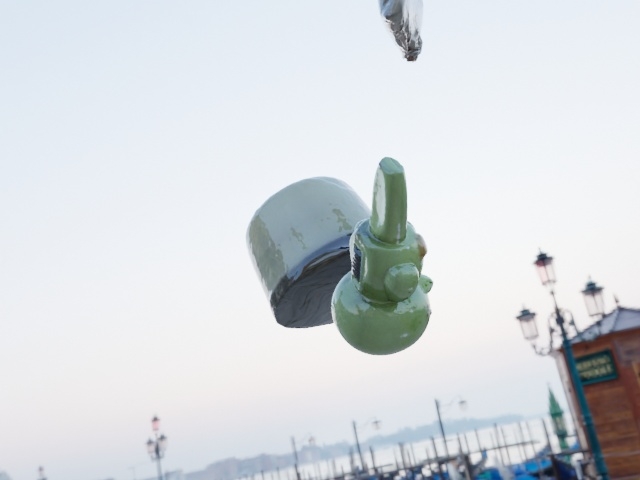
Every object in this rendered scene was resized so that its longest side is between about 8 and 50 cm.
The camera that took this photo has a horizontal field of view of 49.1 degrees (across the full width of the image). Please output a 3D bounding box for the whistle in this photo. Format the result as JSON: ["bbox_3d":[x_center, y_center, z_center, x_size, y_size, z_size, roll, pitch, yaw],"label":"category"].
[{"bbox_3d":[0.096,0.033,0.901,0.141,0.141,0.294,-2,-55,-27],"label":"whistle"}]

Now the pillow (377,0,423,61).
[{"bbox_3d":[0.151,-0.443,1.307,0.067,0.173,0.270,-3,-7,16],"label":"pillow"}]

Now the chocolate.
[{"bbox_3d":[0.000,0.000,1.540,0.326,0.297,0.314,-27,-24,15],"label":"chocolate"}]
